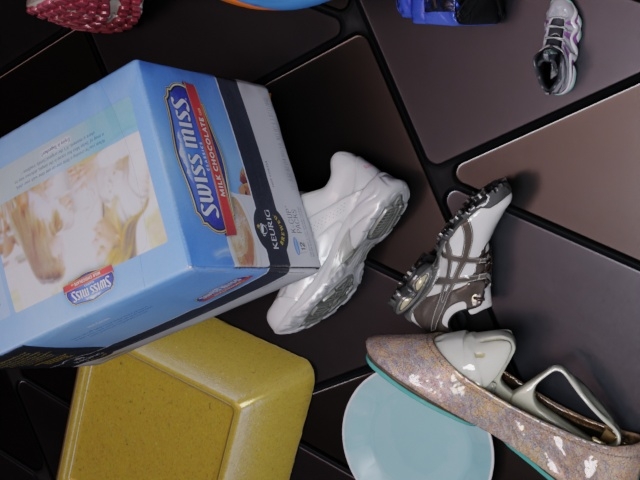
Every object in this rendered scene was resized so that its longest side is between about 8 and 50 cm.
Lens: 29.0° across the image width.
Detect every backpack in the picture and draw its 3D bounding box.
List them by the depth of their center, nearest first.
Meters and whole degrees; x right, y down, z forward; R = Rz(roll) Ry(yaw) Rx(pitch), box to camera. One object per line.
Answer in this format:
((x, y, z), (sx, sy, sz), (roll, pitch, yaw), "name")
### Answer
((0.127, -0.279, 1.245), (0.101, 0.098, 0.120), (9, 106, 31), "backpack")

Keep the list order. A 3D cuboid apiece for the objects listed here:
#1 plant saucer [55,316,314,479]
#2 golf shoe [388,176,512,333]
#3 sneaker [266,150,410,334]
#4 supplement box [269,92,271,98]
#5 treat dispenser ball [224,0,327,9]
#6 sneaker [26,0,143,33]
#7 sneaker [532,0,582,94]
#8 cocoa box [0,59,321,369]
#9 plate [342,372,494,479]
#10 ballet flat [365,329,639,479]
((-0.198, 0.247, 1.546), (0.333, 0.081, 0.333), (23, 111, 24), "plant saucer")
((0.159, 0.021, 1.311), (0.094, 0.077, 0.198), (38, 123, 5), "golf shoe")
((0.000, 0.000, 1.390), (0.115, 0.090, 0.232), (42, 108, 23), "sneaker")
((-0.109, -0.146, 1.439), (0.098, 0.036, 0.062), (10, 104, 28), "supplement box")
((-0.044, -0.370, 1.211), (0.288, 0.288, 0.288), (6, 103, 28), "treat dispenser ball")
((-0.239, -0.323, 1.423), (0.299, 0.121, 0.112), (-19, 67, 48), "sneaker")
((0.231, -0.191, 1.220), (0.038, 0.069, 0.098), (1, 101, 29), "sneaker")
((-0.222, -0.014, 1.351), (0.347, 0.228, 0.231), (-24, 75, 31), "cocoa box")
((0.112, 0.230, 1.401), (0.188, 0.024, 0.188), (7, 104, 29), "plate")
((0.200, 0.158, 1.290), (0.316, 0.107, 0.106), (31, 110, 5), "ballet flat")
